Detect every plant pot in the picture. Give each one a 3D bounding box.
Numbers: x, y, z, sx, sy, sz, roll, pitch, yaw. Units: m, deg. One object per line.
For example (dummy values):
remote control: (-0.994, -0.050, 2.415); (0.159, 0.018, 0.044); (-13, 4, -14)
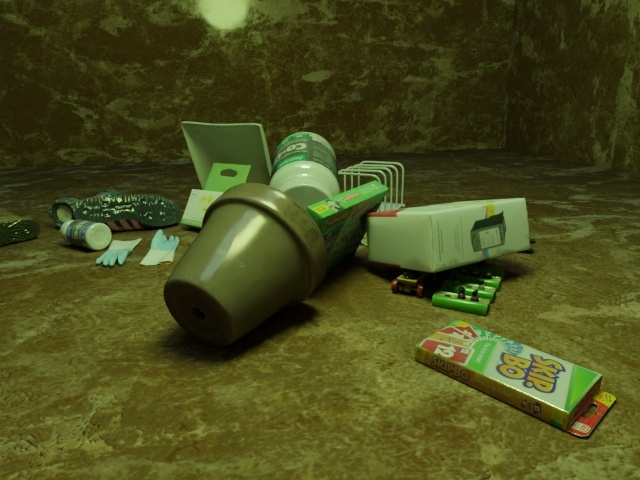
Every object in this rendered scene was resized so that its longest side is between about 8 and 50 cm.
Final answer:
plant pot: (-0.148, 0.061, 0.851); (0.263, 0.263, 0.229); (8, 37, 27)

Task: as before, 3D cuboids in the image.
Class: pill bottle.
pill bottle: (-0.671, -0.019, 1.343); (0.137, 0.078, 0.078); (9, 20, 29)
pill bottle: (-0.046, -0.162, 1.369); (0.204, 0.204, 0.361); (-1, 32, -1)

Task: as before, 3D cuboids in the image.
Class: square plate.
square plate: (-0.286, -0.237, 1.588); (0.347, 0.344, 0.049); (10, 38, 31)

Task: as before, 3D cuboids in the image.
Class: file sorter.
file sorter: (0.165, -0.170, 1.640); (0.192, 0.173, 0.277); (7, 19, 25)

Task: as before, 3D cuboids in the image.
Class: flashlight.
flashlight: (-0.808, -0.124, 1.656); (0.103, 0.103, 0.304); (27, 19, 1)

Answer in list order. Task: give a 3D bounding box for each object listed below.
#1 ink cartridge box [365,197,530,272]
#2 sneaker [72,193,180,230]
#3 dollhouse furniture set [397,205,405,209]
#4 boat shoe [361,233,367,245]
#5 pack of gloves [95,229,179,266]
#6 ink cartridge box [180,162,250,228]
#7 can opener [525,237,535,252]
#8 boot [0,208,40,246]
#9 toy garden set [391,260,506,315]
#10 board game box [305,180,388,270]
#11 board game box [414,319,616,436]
ink cartridge box: (0.292, -0.020, 1.097); (0.306, 0.131, 0.226); (-10, 7, -31)
sneaker: (-0.622, -0.084, 1.521); (0.319, 0.112, 0.131); (1, -13, -31)
dollhouse furniture set: (0.267, -0.028, 1.454); (0.081, 0.091, 0.114); (40, 7, -49)
boat shoe: (0.139, -0.011, 1.341); (0.135, 0.045, 0.050); (14, 23, 40)
pack of gloves: (-0.496, 0.012, 1.295); (0.195, 0.046, 0.232); (-3, 17, -10)
ink cartridge box: (-0.333, -0.146, 1.501); (0.171, 0.235, 0.056); (9, -11, 31)
can opener: (0.487, -0.006, 1.289); (0.186, 0.059, 0.073); (8, 19, 28)
boot: (-1.020, -0.041, 1.430); (0.269, 0.089, 0.236); (13, 11, 36)
toy garden set: (0.288, 0.077, 1.047); (0.203, 0.049, 0.244); (9, 20, 27)
board game box: (0.032, -0.014, 1.086); (0.046, 0.213, 0.317); (35, 31, 18)
board game box: (0.284, 0.194, 0.707); (0.124, 0.039, 0.259); (-17, 26, -40)
